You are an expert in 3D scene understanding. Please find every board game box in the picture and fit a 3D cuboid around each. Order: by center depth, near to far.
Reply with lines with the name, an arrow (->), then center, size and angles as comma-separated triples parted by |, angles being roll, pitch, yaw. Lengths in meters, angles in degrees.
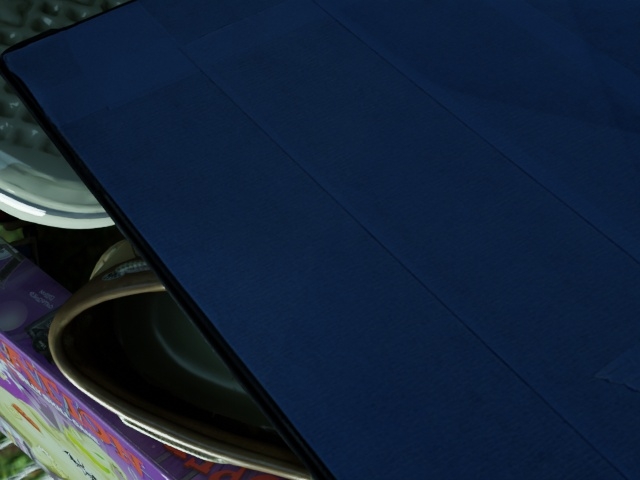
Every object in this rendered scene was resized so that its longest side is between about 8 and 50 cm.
board game box -> -0.131, 0.098, 0.714 | 0.347, 0.056, 0.208 | 34, 149, 28

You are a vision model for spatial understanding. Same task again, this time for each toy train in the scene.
toy train -> -0.198, -0.028, 0.830 | 0.027, 0.036, 0.158 | -12, 86, 34

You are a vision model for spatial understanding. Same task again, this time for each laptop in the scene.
laptop -> 0.129, -0.136, 0.396 | 0.382, 0.236, 0.408 | 46, 120, 42

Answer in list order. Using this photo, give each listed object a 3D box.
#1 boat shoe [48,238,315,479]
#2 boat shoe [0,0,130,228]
boat shoe -> 0.038, 0.060, 0.503 | 0.324, 0.120, 0.122 | 7, 108, 26
boat shoe -> -0.209, -0.154, 0.725 | 0.500, 0.187, 0.156 | 46, 144, 36
